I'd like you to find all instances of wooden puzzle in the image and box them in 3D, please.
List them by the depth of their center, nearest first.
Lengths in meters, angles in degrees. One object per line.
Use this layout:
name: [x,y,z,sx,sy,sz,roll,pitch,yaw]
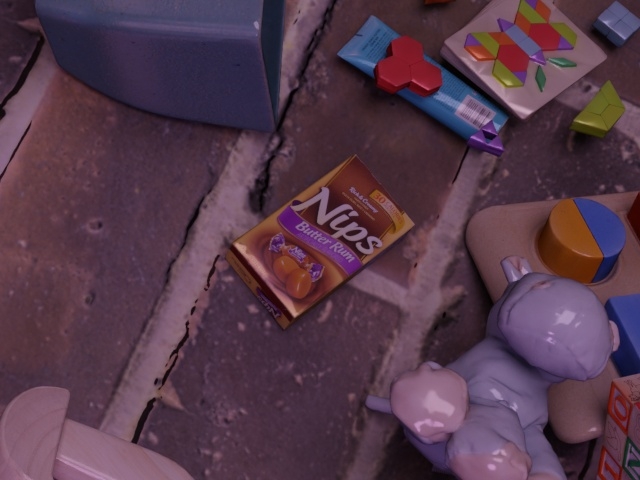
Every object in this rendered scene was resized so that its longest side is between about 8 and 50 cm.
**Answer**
wooden puzzle: [0.376,0.055,1.855,0.348,0.080,0.322,-9,52,-16]

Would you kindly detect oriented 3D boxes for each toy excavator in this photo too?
toy excavator: [-0.086,0.345,1.613,0.433,0.222,0.445,2,48,-34]

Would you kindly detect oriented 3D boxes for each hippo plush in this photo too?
hippo plush: [0.214,0.158,1.683,0.234,0.294,0.236,44,84,4]

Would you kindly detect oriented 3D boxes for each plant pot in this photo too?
plant pot: [-0.171,-0.280,1.807,0.252,0.248,0.247,3,70,3]

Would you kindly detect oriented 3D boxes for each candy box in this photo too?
candy box: [0.000,0.000,1.847,0.187,0.053,0.109,-37,83,-24]

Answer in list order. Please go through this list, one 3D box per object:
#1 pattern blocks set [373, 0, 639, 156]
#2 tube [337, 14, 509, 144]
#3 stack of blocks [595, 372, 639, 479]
pattern blocks set: [0.238,-0.226,1.968,0.285,0.026,0.325,33,55,3]
tube: [0.124,-0.184,1.949,0.207,0.052,0.080,36,51,3]
stack of blocks: [0.359,0.299,1.707,0.087,0.297,0.171,-10,35,-19]
